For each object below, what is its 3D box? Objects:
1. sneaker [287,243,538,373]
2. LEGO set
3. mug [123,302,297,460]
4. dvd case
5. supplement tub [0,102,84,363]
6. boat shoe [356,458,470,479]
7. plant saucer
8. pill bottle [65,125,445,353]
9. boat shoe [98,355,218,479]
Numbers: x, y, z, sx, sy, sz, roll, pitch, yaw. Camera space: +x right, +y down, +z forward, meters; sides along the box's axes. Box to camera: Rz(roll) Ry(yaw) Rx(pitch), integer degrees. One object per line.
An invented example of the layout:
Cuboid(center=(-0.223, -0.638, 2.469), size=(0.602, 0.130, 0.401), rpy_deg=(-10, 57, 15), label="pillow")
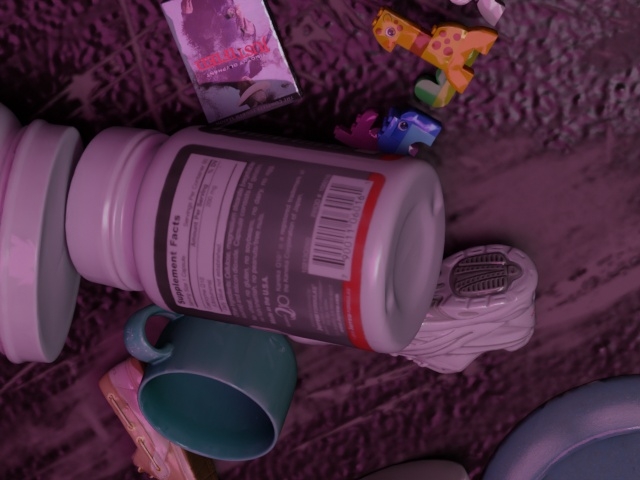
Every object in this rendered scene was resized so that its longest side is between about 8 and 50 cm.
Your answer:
Cuboid(center=(0.079, 0.077, 1.581), size=(0.232, 0.090, 0.115), rpy_deg=(-4, 134, 14), label="sneaker")
Cuboid(center=(0.075, -0.148, 1.508), size=(0.093, 0.087, 0.227), rpy_deg=(30, 107, -6), label="LEGO set")
Cuboid(center=(-0.088, 0.108, 1.582), size=(0.129, 0.097, 0.158), rpy_deg=(5, 139, 18), label="mug")
Cuboid(center=(-0.075, -0.163, 1.554), size=(0.087, 0.013, 0.119), rpy_deg=(-18, 107, 10), label="dvd case")
Cuboid(center=(-0.373, -0.012, 1.513), size=(0.324, 0.235, 0.235), rpy_deg=(6, 109, 3), label="supplement tub")
Cuboid(center=(0.044, 0.271, 1.663), size=(0.227, 0.079, 0.081), rpy_deg=(-24, 114, 17), label="boat shoe")
Cuboid(center=(0.295, 0.276, 1.655), size=(0.317, 0.044, 0.318), rpy_deg=(1, 108, 5), label="plant saucer")
Cuboid(center=(-0.054, -0.008, 1.499), size=(0.283, 0.161, 0.161), rpy_deg=(10, 110, 21), label="pill bottle")
Cuboid(center=(-0.147, 0.184, 1.655), size=(0.059, 0.063, 0.170), rpy_deg=(-25, 95, 15), label="boat shoe")
